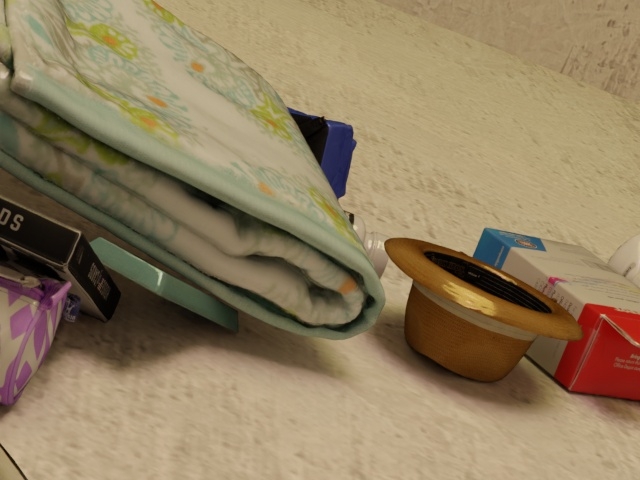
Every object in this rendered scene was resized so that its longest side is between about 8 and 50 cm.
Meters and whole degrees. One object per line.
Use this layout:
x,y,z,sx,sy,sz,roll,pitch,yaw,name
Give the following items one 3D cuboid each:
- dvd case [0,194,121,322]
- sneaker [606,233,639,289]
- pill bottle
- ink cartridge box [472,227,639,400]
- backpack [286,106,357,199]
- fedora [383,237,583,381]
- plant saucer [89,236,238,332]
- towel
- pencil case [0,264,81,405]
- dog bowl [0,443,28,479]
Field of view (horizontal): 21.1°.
-0.224,-0.008,1.102,0.179,0.029,0.238,24,-9,3,dvd case
0.410,0.088,1.678,0.292,0.110,0.118,17,18,-29,sneaker
0.000,0.000,1.495,0.116,0.065,0.065,20,16,-10,pill bottle
0.245,0.077,1.550,0.134,0.078,0.231,11,20,-35,ink cartridge box
-0.034,-0.080,1.667,0.120,0.098,0.101,16,2,25,backpack
0.124,0.065,1.424,0.194,0.079,0.194,24,10,-4,fedora
-0.108,0.032,1.214,0.067,0.018,0.192,28,-4,17,plant saucer
-0.130,-0.102,1.303,0.374,0.090,0.320,33,20,-31,towel
-0.251,0.025,1.021,0.206,0.088,0.086,21,42,0,pencil case
-0.296,0.120,0.536,0.408,0.150,0.408,20,15,-6,dog bowl
